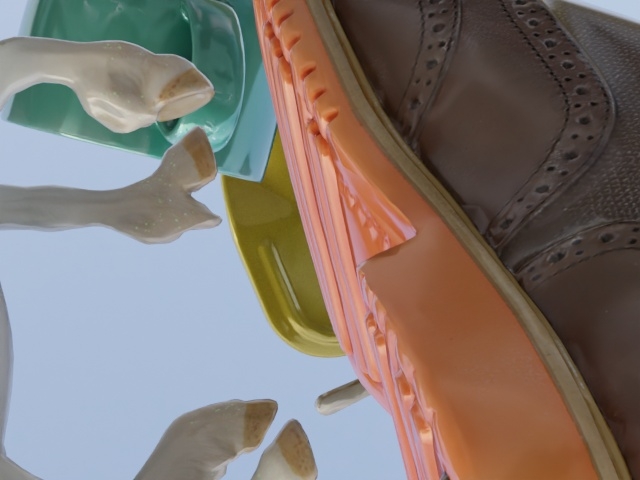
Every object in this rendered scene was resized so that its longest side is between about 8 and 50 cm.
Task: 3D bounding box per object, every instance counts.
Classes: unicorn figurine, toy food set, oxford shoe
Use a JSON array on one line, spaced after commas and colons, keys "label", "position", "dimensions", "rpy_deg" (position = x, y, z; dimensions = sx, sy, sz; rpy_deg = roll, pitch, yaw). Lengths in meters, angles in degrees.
[{"label": "unicorn figurine", "position": [-0.068, 0.010, 0.331], "dimensions": [0.111, 0.060, 0.162], "rpy_deg": [-14, -116, -8]}, {"label": "toy food set", "position": [0.000, 0.000, 1.218], "dimensions": [0.128, 0.218, 0.071], "rpy_deg": [-32, -147, -18]}, {"label": "oxford shoe", "position": [0.064, -0.012, 0.549], "dimensions": [0.132, 0.130, 0.364], "rpy_deg": [-17, -142, -4]}]

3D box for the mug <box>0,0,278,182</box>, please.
[{"label": "mug", "position": [-0.068, -0.087, 0.902], "dimensions": [0.157, 0.097, 0.129], "rpy_deg": [15, -178, 34]}]
